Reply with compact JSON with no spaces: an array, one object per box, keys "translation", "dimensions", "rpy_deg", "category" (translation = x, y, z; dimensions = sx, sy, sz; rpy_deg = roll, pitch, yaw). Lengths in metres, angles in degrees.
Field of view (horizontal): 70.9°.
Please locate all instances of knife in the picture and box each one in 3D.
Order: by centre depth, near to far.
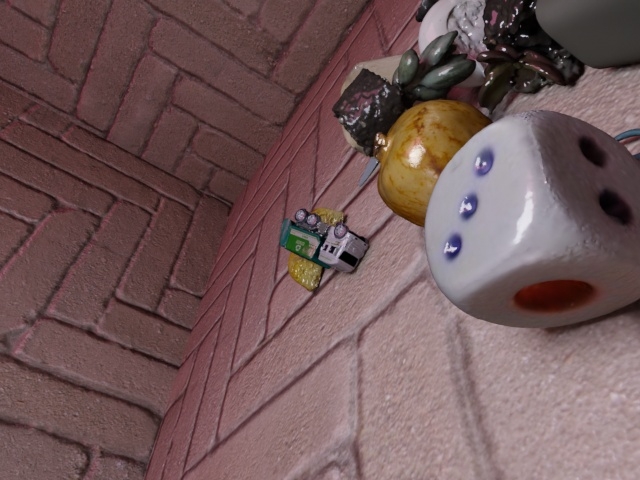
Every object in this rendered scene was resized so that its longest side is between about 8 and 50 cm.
[{"translation":[0.194,-0.312,1.341],"dimensions":[0.331,0.044,0.080],"rpy_deg":[-67,23,0],"category":"knife"}]

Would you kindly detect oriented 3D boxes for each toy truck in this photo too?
[{"translation":[0.000,0.000,1.175],"dimensions":[0.253,0.114,0.124],"rpy_deg":[24,86,46],"category":"toy truck"}]

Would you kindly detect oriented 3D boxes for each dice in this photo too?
[{"translation":[0.249,-0.017,0.522],"dimensions":[0.193,0.194,0.191],"rpy_deg":[127,153,-54],"category":"dice"}]

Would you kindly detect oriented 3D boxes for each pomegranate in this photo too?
[{"translation":[0.201,-0.132,0.784],"dimensions":[0.248,0.248,0.248],"rpy_deg":[-50,23,29],"category":"pomegranate"}]

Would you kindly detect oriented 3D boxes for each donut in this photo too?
[{"translation":[-0.027,0.026,1.354],"dimensions":[0.152,0.101,0.259],"rpy_deg":[-21,48,70],"category":"donut"}]

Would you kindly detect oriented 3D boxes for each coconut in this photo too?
[{"translation":[0.185,-0.324,1.093],"dimensions":[0.237,0.266,0.237],"rpy_deg":[163,90,-80],"category":"coconut"}]

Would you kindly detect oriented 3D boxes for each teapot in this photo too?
[{"translation":[0.307,-0.438,0.946],"dimensions":[0.204,0.298,0.139],"rpy_deg":[-20,-7,0],"category":"teapot"}]

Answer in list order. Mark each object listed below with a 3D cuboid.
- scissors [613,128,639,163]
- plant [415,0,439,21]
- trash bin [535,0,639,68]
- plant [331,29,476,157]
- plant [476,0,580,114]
[{"translation":[0.405,-0.075,0.483],"dimensions":[0.138,0.041,0.289],"rpy_deg":[-64,16,-4],"category":"scissors"},{"translation":[0.356,-0.646,1.149],"dimensions":[0.199,0.188,0.276],"rpy_deg":[-11,50,58],"category":"plant"},{"translation":[0.429,-0.335,0.547],"dimensions":[0.219,0.219,0.250],"rpy_deg":[-58,13,3],"category":"trash bin"},{"translation":[0.159,-0.295,0.879],"dimensions":[0.275,0.149,0.146],"rpy_deg":[-35,59,15],"category":"plant"},{"translation":[0.365,-0.367,0.771],"dimensions":[0.204,0.178,0.234],"rpy_deg":[8,74,65],"category":"plant"}]
